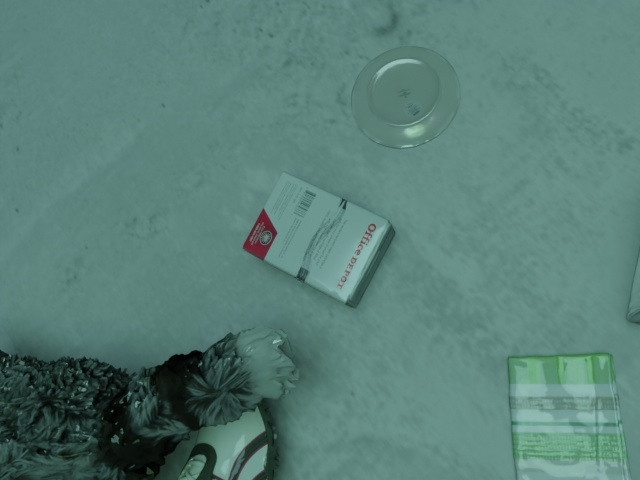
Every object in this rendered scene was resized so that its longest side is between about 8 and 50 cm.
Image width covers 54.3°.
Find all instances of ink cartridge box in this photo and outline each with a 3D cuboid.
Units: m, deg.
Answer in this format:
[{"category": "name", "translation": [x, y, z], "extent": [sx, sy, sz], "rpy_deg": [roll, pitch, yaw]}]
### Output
[{"category": "ink cartridge box", "translation": [0.000, 0.000, 0.753], "extent": [0.150, 0.063, 0.109], "rpy_deg": [27, 85, 19]}]

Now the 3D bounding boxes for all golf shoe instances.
[{"category": "golf shoe", "translation": [-0.117, 0.275, 0.676], "extent": [0.105, 0.120, 0.273], "rpy_deg": [-19, 67, 46]}]

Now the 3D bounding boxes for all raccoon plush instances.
[{"category": "raccoon plush", "translation": [-0.264, 0.176, 0.715], "extent": [0.445, 0.216, 0.299], "rpy_deg": [-17, 32, -14]}]

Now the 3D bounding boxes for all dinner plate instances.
[{"category": "dinner plate", "translation": [0.106, -0.186, 0.795], "extent": [0.141, 0.017, 0.141], "rpy_deg": [-3, 78, 14]}]

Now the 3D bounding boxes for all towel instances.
[{"category": "towel", "translation": [0.259, 0.197, 0.656], "extent": [0.113, 0.023, 0.152], "rpy_deg": [-5, 75, 13]}]

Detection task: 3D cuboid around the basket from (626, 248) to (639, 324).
[{"category": "basket", "translation": [0.385, 0.009, 0.620], "extent": [0.103, 0.113, 0.167], "rpy_deg": [13, 81, 16]}]
